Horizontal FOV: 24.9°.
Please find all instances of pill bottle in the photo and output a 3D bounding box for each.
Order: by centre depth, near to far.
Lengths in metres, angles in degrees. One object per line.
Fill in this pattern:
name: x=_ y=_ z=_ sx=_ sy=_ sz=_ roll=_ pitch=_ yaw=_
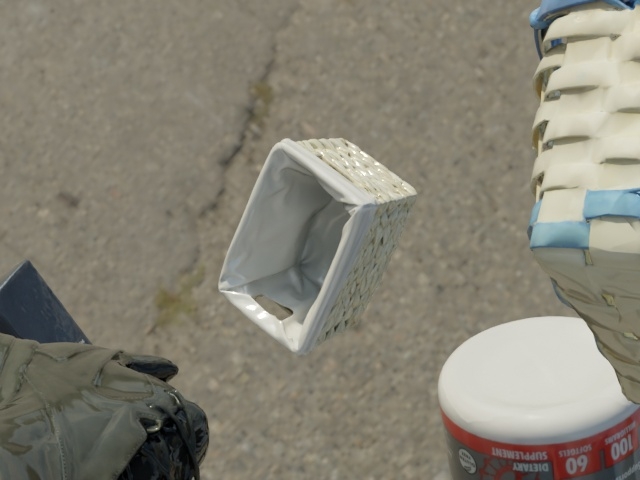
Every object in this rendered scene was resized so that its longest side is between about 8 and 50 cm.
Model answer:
pill bottle: x=0.245 y=0.280 z=1.493 sx=0.210 sy=0.210 sz=0.363 roll=-65 pitch=148 yaw=-59

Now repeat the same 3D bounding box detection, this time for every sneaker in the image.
sneaker: x=-0.116 y=0.112 z=0.683 sx=0.130 sy=0.109 sz=0.286 roll=-2 pitch=21 yaw=-5

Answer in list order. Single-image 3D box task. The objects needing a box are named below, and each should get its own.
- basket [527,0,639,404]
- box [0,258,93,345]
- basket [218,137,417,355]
basket: x=0.222 y=-0.068 z=0.732 sx=0.255 sy=0.201 sz=0.289 roll=45 pitch=51 yaw=-50
box: x=-0.284 y=0.128 z=1.275 sx=0.158 sy=0.156 sz=0.093 roll=55 pitch=22 yaw=-13
basket: x=0.000 y=0.000 z=1.302 sx=0.113 sy=0.167 sz=0.103 roll=38 pitch=31 yaw=26
